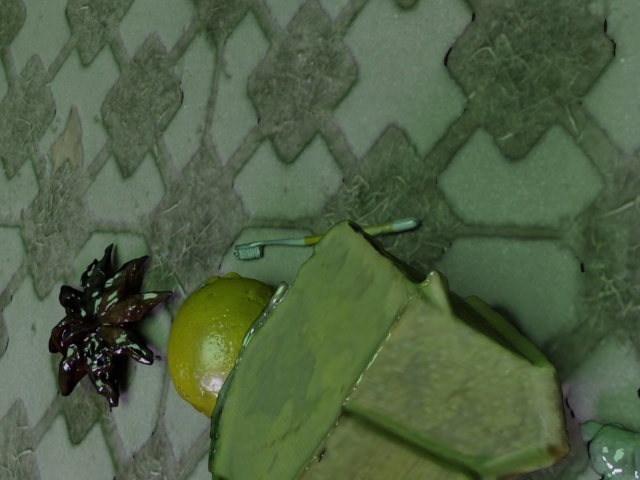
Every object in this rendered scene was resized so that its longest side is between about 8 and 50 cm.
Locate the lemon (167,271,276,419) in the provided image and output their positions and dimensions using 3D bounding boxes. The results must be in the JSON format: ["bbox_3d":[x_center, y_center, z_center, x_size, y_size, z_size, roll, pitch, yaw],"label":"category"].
[{"bbox_3d":[-0.110,0.134,0.875,0.173,0.173,0.206,-27,63,24],"label":"lemon"}]

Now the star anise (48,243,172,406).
[{"bbox_3d":[-0.355,0.123,1.070,0.272,0.102,0.272,-9,71,27],"label":"star anise"}]

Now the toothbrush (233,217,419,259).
[{"bbox_3d":[0.000,0.000,0.930,0.288,0.021,0.024,-9,84,30],"label":"toothbrush"}]

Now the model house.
[{"bbox_3d":[0.071,0.172,0.709,0.321,0.266,0.261,-58,21,9],"label":"model house"}]

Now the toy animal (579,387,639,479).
[{"bbox_3d":[0.353,0.195,0.627,0.225,0.094,0.121,1,88,31],"label":"toy animal"}]
